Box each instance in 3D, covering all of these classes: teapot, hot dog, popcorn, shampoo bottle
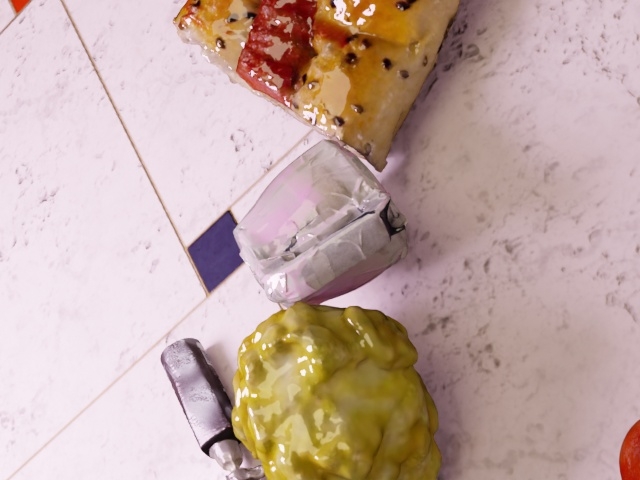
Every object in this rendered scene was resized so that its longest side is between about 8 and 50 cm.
[{"bbox_3d":[0.005,0.009,1.542,0.178,0.163,0.221,-37,40,-6],"label":"teapot"},{"bbox_3d":[0.029,-0.323,1.665,0.367,0.196,0.365,34,92,36],"label":"hot dog"},{"bbox_3d":[0.012,0.192,1.474,0.235,0.242,0.250,-6,83,26],"label":"popcorn"},{"bbox_3d":[-0.129,0.212,1.674,0.063,0.057,0.207,-37,57,12],"label":"shampoo bottle"}]

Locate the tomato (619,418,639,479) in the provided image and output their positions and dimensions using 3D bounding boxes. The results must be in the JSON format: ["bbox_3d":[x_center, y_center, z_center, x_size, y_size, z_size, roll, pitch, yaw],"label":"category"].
[{"bbox_3d":[0.350,0.203,1.301,0.159,0.091,0.139,-38,57,18],"label":"tomato"}]
